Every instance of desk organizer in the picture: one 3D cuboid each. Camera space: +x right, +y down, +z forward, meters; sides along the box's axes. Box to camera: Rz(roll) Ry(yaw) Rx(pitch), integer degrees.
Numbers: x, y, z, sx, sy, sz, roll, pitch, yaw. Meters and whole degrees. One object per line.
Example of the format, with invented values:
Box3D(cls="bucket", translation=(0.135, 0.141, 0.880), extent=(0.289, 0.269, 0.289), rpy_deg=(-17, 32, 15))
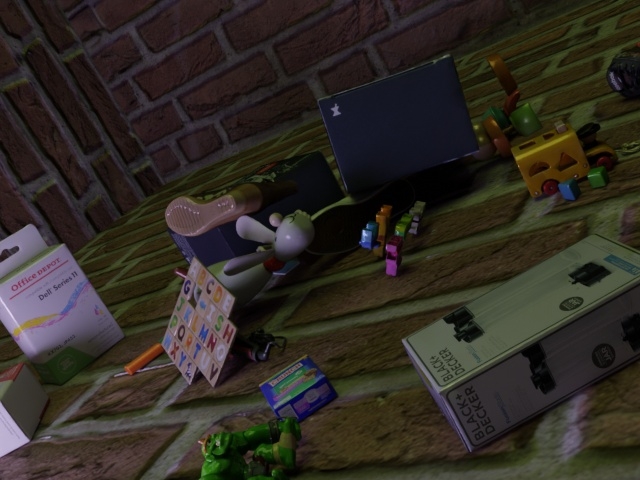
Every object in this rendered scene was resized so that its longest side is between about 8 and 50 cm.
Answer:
Box3D(cls="desk organizer", translation=(0.000, 0.000, 1.732), extent=(0.130, 0.050, 0.047), rpy_deg=(-38, 18, -27))

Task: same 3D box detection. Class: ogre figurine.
Box3D(cls="ogre figurine", translation=(-0.094, 0.289, 0.962), extent=(0.118, 0.097, 0.197), rpy_deg=(-7, 36, 10))

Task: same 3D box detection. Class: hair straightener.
Box3D(cls="hair straightener", translation=(-0.136, 0.180, 1.424), extent=(0.089, 0.047, 0.230), rpy_deg=(-39, 19, -30))

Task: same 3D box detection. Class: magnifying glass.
Box3D(cls="magnifying glass", translation=(-0.332, 0.217, 1.681), extent=(0.231, 0.026, 0.092), rpy_deg=(-39, 19, -29))

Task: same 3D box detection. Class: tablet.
Box3D(cls="tablet", translation=(-0.083, 0.063, 1.762), extent=(0.054, 0.006, 0.083), rpy_deg=(-37, 19, -27))

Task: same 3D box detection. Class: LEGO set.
Box3D(cls="LEGO set", translation=(0.133, 0.000, 1.478), extent=(0.087, 0.093, 0.227), rpy_deg=(12, 27, 18))

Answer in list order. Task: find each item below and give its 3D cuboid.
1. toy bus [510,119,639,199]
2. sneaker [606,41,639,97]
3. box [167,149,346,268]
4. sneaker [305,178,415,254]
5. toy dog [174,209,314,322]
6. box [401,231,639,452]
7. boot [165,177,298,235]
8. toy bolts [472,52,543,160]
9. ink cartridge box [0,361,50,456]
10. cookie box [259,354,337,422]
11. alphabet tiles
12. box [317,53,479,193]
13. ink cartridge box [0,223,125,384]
Box3D(cls="toy bus", translation=(0.447, -0.164, 1.383), extent=(0.202, 0.104, 0.191), rpy_deg=(-39, 19, -29))
Box3D(cls="sneaker", translation=(0.672, -0.348, 1.576), extent=(0.135, 0.098, 0.276), rpy_deg=(-25, 15, 11))
Box3D(cls="box", translation=(-0.157, -0.055, 1.924), extent=(0.343, 0.179, 0.312), rpy_deg=(-38, 18, -28))
Box3D(cls="sneaker", translation=(0.069, -0.045, 1.691), extent=(0.290, 0.106, 0.123), rpy_deg=(-25, 8, -22))
Box3D(cls="toy dog", translation=(-0.171, 0.039, 1.537), extent=(0.334, 0.161, 0.220), rpy_deg=(-50, 17, 10))
Box3D(cls="box", translation=(0.257, 0.111, 0.904), extent=(0.289, 0.087, 0.169), rpy_deg=(-29, 16, 0))
Box3D(cls="boot", translation=(-0.194, -0.076, 1.666), extent=(0.248, 0.090, 0.206), rpy_deg=(-10, 5, 39))
Box3D(cls="toy bolts", translation=(0.387, -0.289, 1.735), extent=(0.158, 0.218, 0.228), rpy_deg=(-31, -3, 16))
Box3D(cls="ink cartridge box", translation=(-0.757, 0.408, 1.647), extent=(0.283, 0.117, 0.207), rpy_deg=(-28, 16, 0))
Box3D(cls="cookie box", translation=(-0.035, 0.223, 1.137), extent=(0.091, 0.040, 0.107), rpy_deg=(-32, 16, -9))
Box3D(cls="alphabet tiles", translation=(-0.224, 0.164, 1.426), extent=(0.237, 0.009, 0.198), rpy_deg=(36, 107, 52))
Box3D(cls="box", translation=(0.164, -0.254, 1.736), extent=(0.293, 0.212, 0.395), rpy_deg=(-18, 5, 3))
Box3D(cls="ink cartridge box", translation=(-0.667, 0.149, 1.855), extent=(0.207, 0.354, 0.119), rpy_deg=(-40, 20, -33))
